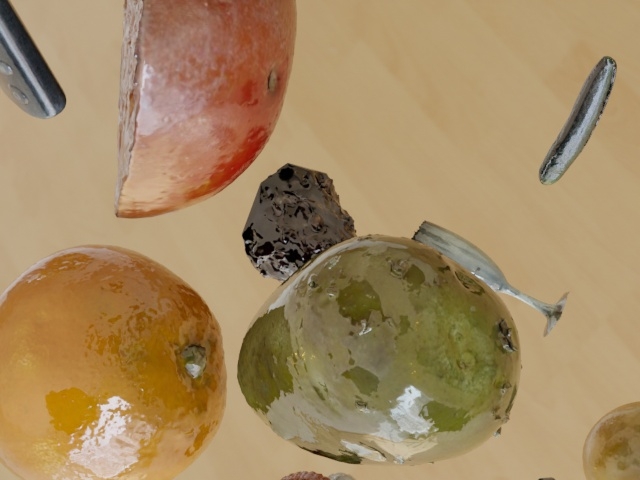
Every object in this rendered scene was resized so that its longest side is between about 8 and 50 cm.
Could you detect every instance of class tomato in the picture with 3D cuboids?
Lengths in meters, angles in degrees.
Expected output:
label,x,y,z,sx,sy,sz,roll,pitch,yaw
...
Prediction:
label,x,y,z,sx,sy,sz,roll,pitch,yaw
tomato,-0.098,-0.176,1.248,0.338,0.143,0.339,-174,90,-80

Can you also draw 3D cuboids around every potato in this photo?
label,x,y,z,sx,sy,sz,roll,pitch,yaw
potato,0.059,0.129,1.561,0.359,0.269,0.219,-31,31,61

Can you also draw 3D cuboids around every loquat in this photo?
label,x,y,z,sx,sy,sz,roll,pitch,yaw
loquat,0.399,0.269,1.811,0.137,0.163,0.163,48,109,25

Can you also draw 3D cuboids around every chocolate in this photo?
label,x,y,z,sx,sy,sz,roll,pitch,yaw
chocolate,0.000,0.000,1.818,0.133,0.156,0.156,30,97,44

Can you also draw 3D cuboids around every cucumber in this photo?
label,x,y,z,sx,sy,sz,roll,pitch,yaw
cucumber,0.287,-0.129,1.625,0.036,0.033,0.184,32,127,11

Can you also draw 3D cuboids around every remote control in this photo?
label,x,y,z,sx,sy,sz,roll,pitch,yaw
remote control,-0.304,-0.251,1.114,0.044,0.378,0.107,-34,43,-10

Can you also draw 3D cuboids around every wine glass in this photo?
label,x,y,z,sx,sy,sz,roll,pitch,yaw
wine glass,0.195,0.041,1.745,0.198,0.066,0.066,29,98,-1

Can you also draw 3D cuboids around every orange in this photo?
label,x,y,z,sx,sy,sz,roll,pitch,yaw
orange,-0.258,0.159,1.732,0.312,0.312,0.312,-14,68,38

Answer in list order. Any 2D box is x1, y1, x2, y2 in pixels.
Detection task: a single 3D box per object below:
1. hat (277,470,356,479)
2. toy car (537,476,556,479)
label,x,y,z,sx,sy,sz,roll,pitch,yaw
hat,0.003,0.331,1.835,0.112,0.162,0.094,39,100,16
toy car,0.204,0.308,1.353,0.191,0.100,0.097,-120,33,-53
